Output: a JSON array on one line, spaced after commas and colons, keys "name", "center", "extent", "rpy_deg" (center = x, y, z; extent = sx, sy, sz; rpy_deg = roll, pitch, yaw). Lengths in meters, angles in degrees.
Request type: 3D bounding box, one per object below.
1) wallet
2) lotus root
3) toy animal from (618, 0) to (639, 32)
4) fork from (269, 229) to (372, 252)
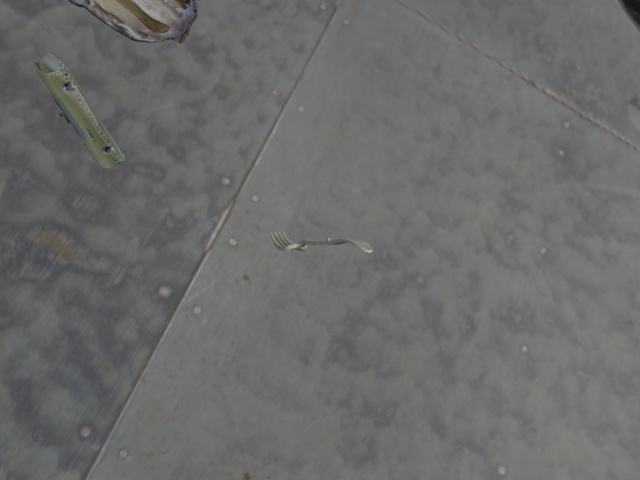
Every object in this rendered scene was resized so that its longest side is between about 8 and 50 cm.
[{"name": "wallet", "center": [-0.339, -0.179, 1.003], "extent": [0.039, 0.155, 0.110], "rpy_deg": [-36, 38, -15]}, {"name": "lotus root", "center": [-0.324, -0.419, 1.115], "extent": [0.329, 0.078, 0.167], "rpy_deg": [40, 90, 1]}, {"name": "toy animal", "center": [0.238, -0.190, 0.396], "extent": [0.298, 0.185, 0.122], "rpy_deg": [34, 37, -9]}, {"name": "fork", "center": [-0.001, 0.007, 0.922], "extent": [0.034, 0.219, 0.029], "rpy_deg": [10, 88, -34]}]
